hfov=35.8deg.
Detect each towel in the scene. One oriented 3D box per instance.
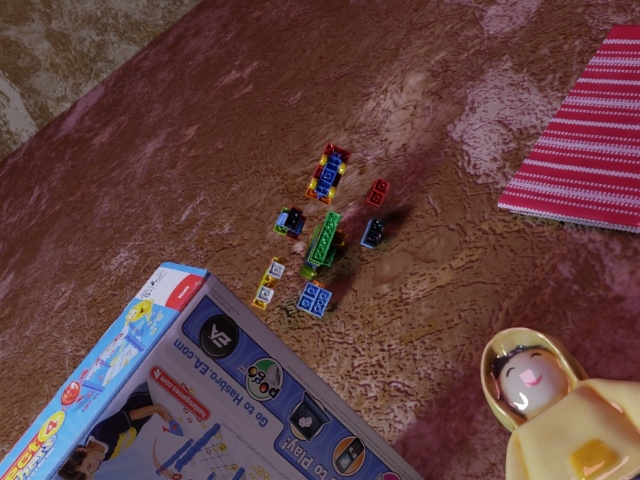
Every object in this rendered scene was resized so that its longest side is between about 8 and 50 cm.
[{"bbox_3d":[0.325,-0.124,1.024,0.199,0.031,0.274,14,63,54],"label":"towel"}]

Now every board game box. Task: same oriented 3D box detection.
[{"bbox_3d":[-0.099,0.229,0.791,0.302,0.308,0.086,-52,30,-18],"label":"board game box"}]

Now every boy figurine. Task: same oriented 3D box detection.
[{"bbox_3d":[0.206,0.162,0.735,0.177,0.092,0.285,-39,33,13],"label":"boy figurine"}]

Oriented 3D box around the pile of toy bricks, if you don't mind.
[{"bbox_3d":[0.000,0.000,1.203,0.105,0.118,0.212,147,148,-81],"label":"pile of toy bricks"}]
